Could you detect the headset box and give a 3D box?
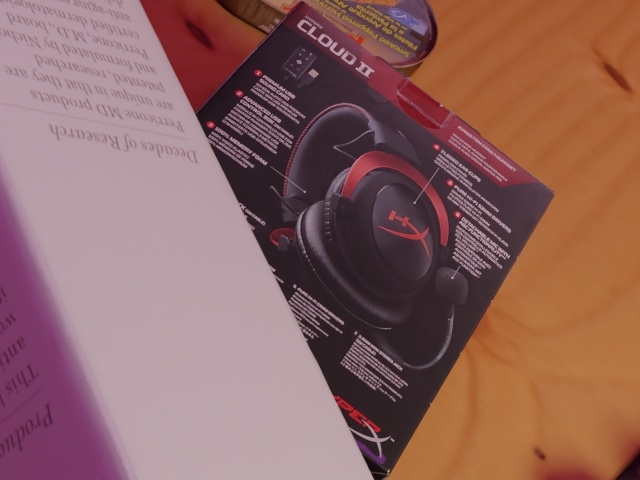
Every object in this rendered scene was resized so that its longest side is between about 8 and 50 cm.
[{"bbox_3d":[0.000,0.000,0.873,0.218,0.110,0.293,37,50,-1],"label":"headset box"}]

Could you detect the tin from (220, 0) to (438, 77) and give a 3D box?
[{"bbox_3d":[-0.001,-0.186,1.044,0.190,0.040,0.106,30,47,-6],"label":"tin"}]

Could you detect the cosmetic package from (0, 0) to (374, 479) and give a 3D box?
[{"bbox_3d":[-0.166,0.024,0.663,0.161,0.230,0.453,7,51,-53],"label":"cosmetic package"}]
